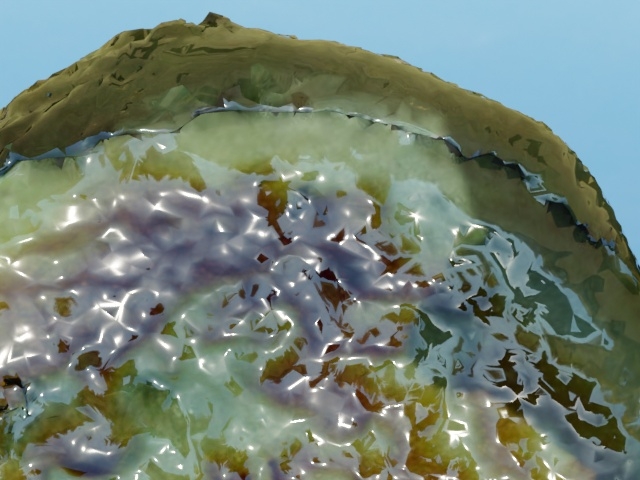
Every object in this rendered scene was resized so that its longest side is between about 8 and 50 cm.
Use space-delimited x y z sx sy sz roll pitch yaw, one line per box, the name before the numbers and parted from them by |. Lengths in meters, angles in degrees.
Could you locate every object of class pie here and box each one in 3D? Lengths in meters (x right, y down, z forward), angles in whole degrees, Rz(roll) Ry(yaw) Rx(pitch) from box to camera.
pie | -0.021 0.058 0.423 0.240 0.240 0.054 1 -151 -2
